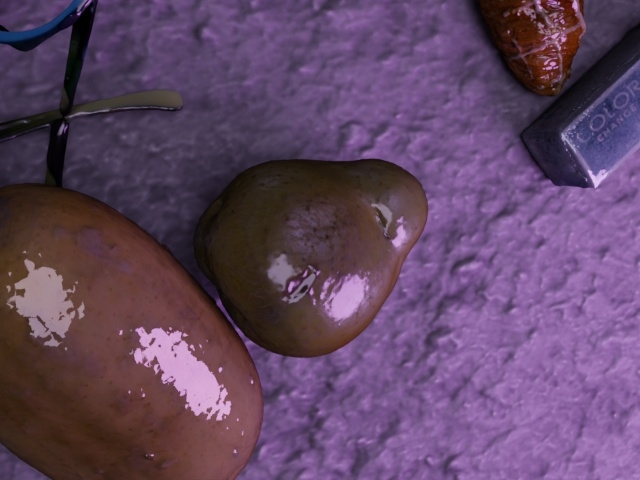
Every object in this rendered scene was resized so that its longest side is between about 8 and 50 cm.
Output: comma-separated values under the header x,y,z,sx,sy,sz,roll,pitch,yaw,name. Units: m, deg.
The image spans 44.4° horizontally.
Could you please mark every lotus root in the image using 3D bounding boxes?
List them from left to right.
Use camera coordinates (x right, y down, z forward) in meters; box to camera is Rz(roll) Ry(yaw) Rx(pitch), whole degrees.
x,y,z,sx,sy,sz,roll,pitch,yaw,name
-0.162,0.070,0.538,0.169,0.151,0.342,-37,129,-2,lotus root

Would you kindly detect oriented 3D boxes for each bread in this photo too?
x,y,z,sx,sy,sz,roll,pitch,yaw,name
0.188,-0.241,0.701,0.105,0.076,0.233,-26,105,-13,bread

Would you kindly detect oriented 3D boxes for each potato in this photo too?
x,y,z,sx,sy,sz,roll,pitch,yaw,name
0.000,0.000,0.623,0.194,0.157,0.157,-31,105,-22,potato

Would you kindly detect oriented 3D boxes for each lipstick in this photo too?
x,y,z,sx,sy,sz,roll,pitch,yaw,name
0.321,-0.164,0.753,0.290,0.076,0.077,-42,108,-11,lipstick

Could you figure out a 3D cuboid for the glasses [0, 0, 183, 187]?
x,y,z,sx,sy,sz,roll,pitch,yaw,name
-0.190,-0.099,0.536,0.239,0.102,0.207,-43,134,13,glasses
